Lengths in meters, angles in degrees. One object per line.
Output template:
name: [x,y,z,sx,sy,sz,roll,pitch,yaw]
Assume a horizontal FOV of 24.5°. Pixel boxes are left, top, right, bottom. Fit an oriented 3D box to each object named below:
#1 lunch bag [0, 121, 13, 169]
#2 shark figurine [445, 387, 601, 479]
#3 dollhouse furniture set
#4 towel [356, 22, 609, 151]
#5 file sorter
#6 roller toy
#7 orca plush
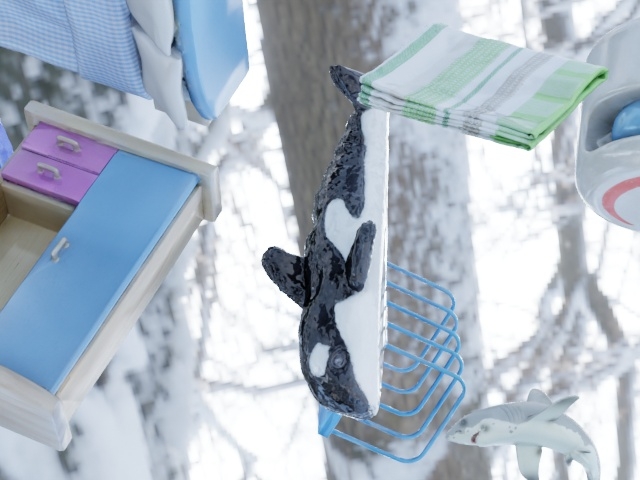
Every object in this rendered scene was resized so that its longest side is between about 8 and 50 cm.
lunch bag: [-0.401,-0.013,1.593,0.293,0.220,0.138,-23,170,34]
shark figurine: [0.308,0.255,1.948,0.166,0.278,0.116,-41,-147,20]
dollhouse furniture set: [-0.210,-0.081,0.809,0.286,0.303,0.198,20,-126,16]
towel: [0.116,-0.117,1.070,0.152,0.023,0.113,19,-134,33]
file sorter: [0.070,0.114,1.417,0.105,0.118,0.170,24,-154,-11]
roller toy: [0.302,-0.081,1.175,0.191,0.209,0.146,4,-109,11]
orca plush: [0.000,0.000,1.186,0.102,0.287,0.151,0,172,6]
